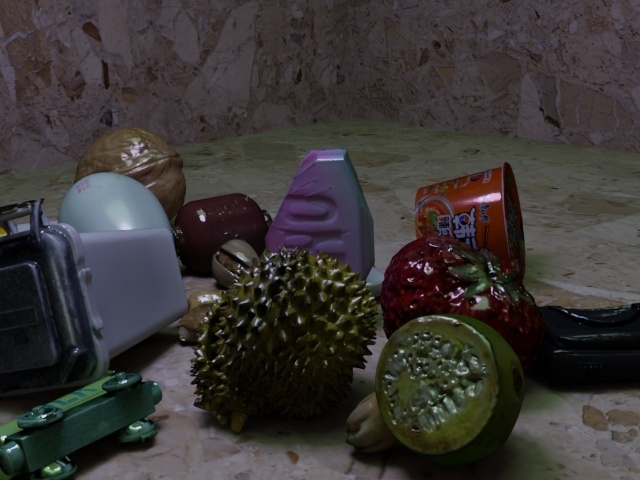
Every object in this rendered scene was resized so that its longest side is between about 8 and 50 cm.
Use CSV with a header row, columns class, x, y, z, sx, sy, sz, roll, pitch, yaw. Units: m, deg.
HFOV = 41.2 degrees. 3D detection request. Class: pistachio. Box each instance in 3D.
class,x,y,z,sx,sy,sz,roll,pitch,yaw
pistachio,-0.176,0.058,1.812,0.113,0.113,0.149,-12,33,-28

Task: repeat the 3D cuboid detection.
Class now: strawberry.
class,x,y,z,sx,sy,sz,roll,pitch,yaw
strawberry,0.210,0.116,1.345,0.274,0.220,0.274,28,25,-15

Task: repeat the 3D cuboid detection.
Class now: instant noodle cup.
class,x,y,z,sx,sy,sz,roll,pitch,yaw
instant noodle cup,0.316,-0.027,1.795,0.192,0.250,0.250,-8,13,21

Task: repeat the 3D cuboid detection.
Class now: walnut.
class,x,y,z,sx,sy,sz,roll,pitch,yaw
walnut,-0.502,-0.158,2.274,0.313,0.277,0.252,-24,-31,32

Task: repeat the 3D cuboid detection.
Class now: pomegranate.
class,x,y,z,sx,sy,sz,roll,pitch,yaw
pomegranate,0.162,0.218,1.115,0.190,0.241,0.159,40,4,37

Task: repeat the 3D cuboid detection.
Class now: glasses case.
class,x,y,z,sx,sy,sz,roll,pitch,yaw
glasses case,0.053,0.073,1.774,0.092,0.059,0.233,-15,21,-32

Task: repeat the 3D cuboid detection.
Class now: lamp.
class,x,y,z,sx,sy,sz,roll,pitch,yaw
lamp,-0.226,-0.014,1.958,0.258,0.180,0.180,-10,17,-29

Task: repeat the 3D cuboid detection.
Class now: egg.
class,x,y,z,sx,sy,sz,roll,pitch,yaw
egg,-0.433,-0.009,1.826,0.229,0.230,0.371,-12,35,-28

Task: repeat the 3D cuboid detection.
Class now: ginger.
class,x,y,z,sx,sy,sz,roll,pitch,yaw
ginger,-0.181,0.143,1.558,0.165,0.067,0.096,-11,-5,-25

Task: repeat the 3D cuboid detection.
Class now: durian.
class,x,y,z,sx,sy,sz,roll,pitch,yaw
durian,-0.058,0.137,1.258,0.293,0.258,0.258,-44,5,18

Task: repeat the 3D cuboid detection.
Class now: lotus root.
class,x,y,z,sx,sy,sz,roll,pitch,yaw
lotus root,-0.213,0.125,1.635,0.151,0.063,0.072,-6,18,-18

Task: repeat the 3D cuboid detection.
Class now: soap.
class,x,y,z,sx,sy,sz,roll,pitch,yaw
soap,0.000,0.000,1.563,0.192,0.324,0.109,0,14,9

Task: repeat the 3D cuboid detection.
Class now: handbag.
class,x,y,z,sx,sy,sz,roll,pitch,yaw
handbag,0.467,0.155,1.380,0.275,0.088,0.244,-4,12,0

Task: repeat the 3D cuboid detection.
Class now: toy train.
class,x,y,z,sx,sy,sz,roll,pitch,yaw
toy train,-0.346,0.253,1.177,0.157,0.105,0.253,-8,9,41

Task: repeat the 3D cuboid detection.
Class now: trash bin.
class,x,y,z,sx,sy,sz,roll,pitch,yaw
trash bin,-0.406,0.073,1.440,0.255,0.296,0.367,-13,3,25

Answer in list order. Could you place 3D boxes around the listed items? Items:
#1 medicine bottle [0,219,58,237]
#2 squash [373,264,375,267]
class,x,y,z,sx,sy,sz,roll,pitch,yaw
medicine bottle,-0.687,0.028,1.944,0.249,0.133,0.133,-7,16,-18
squash,0.060,0.031,1.892,0.094,0.094,0.224,-11,24,-27
